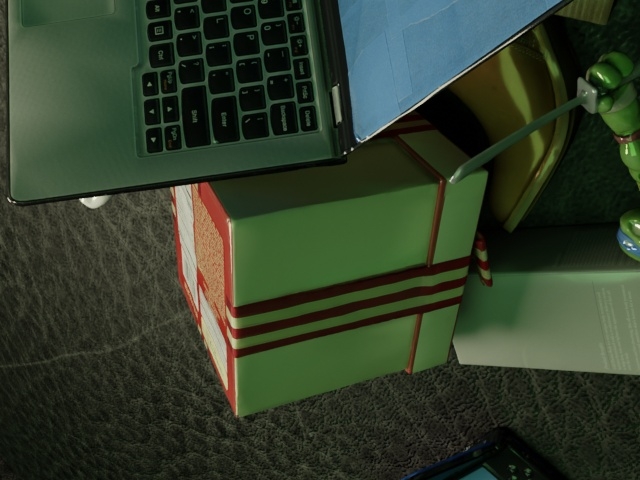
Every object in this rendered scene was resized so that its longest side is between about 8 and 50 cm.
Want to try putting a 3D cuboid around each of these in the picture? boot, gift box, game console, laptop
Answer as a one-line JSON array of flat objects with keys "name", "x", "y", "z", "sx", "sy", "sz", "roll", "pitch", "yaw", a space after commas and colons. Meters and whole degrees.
[{"name": "boot", "x": 0.129, "y": -0.159, "z": 0.630, "sx": 0.220, "sy": 0.109, "sz": 0.283, "roll": 19, "pitch": 128, "yaw": 20}, {"name": "gift box", "x": 0.000, "y": 0.000, "z": 0.695, "sx": 0.255, "sy": 0.258, "sz": 0.276, "roll": -122, "pitch": 27, "yaw": -43}, {"name": "game console", "x": 0.173, "y": 0.397, "z": 0.965, "sx": 0.250, "sy": 0.173, "sz": 0.293, "roll": 41, "pitch": 135, "yaw": 2}, {"name": "laptop", "x": -0.065, "y": -0.260, "z": 0.467, "sx": 0.408, "sy": 0.382, "sz": 0.236, "roll": -8, "pitch": 165, "yaw": 1}]

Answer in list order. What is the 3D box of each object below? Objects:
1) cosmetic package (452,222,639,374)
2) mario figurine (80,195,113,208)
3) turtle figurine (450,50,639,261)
[{"name": "cosmetic package", "x": 0.250, "y": 0.059, "z": 0.719, "sx": 0.238, "sy": 0.107, "sz": 0.127, "roll": 0, "pitch": 121, "yaw": 37}, {"name": "mario figurine", "x": -0.251, "y": -0.128, "z": 0.862, "sx": 0.321, "sy": 0.170, "sz": 0.198, "roll": 13, "pitch": 94, "yaw": 16}, {"name": "turtle figurine", "x": 0.296, "y": -0.082, "z": 0.490, "sx": 0.198, "sy": 0.275, "sz": 0.266, "roll": 49, "pitch": 120, "yaw": 42}]
